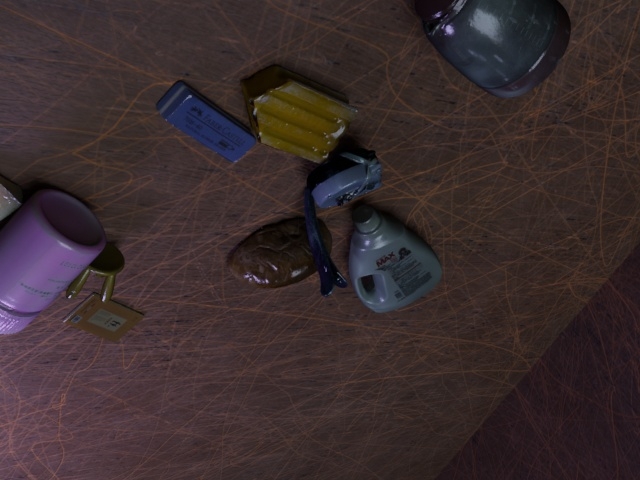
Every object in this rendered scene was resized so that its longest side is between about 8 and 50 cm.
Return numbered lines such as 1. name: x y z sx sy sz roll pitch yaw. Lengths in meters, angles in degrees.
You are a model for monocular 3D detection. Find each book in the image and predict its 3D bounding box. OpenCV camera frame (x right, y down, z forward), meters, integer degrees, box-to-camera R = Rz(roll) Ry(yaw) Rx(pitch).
1. book: -0.558 0.202 1.705 0.118 0.012 0.172 -39 138 12

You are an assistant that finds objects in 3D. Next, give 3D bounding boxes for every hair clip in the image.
1. hair clip: 0.000 0.000 1.655 0.083 0.275 0.048 -21 -172 -43

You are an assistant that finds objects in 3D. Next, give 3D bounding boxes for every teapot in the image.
1. teapot: 0.347 -0.500 1.360 0.312 0.233 0.315 21 91 -36

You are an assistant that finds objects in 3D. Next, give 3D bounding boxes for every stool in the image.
1. stool: -0.522 0.070 1.514 0.135 0.134 0.110 39 120 0

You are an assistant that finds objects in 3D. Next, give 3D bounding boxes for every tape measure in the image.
1. tape measure: 0.061 -0.147 1.587 0.181 0.107 0.182 -27 172 2

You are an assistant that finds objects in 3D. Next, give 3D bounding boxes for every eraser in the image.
1. eraser: -0.238 -0.248 1.402 0.082 0.036 0.225 -41 139 17

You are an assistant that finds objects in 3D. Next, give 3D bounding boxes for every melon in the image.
1. melon: -0.695 -0.063 1.324 0.182 0.054 0.098 -39 133 11

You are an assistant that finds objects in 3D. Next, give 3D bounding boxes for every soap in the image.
1. soap: -0.062 -0.276 1.438 0.257 0.080 0.160 15 122 -39

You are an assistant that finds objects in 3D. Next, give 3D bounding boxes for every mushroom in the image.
1. mushroom: -0.092 0.053 1.710 0.286 0.151 0.156 -22 138 -8

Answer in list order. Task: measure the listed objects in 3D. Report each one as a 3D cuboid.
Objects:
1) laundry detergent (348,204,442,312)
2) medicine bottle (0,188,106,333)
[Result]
1. laundry detergent: 0.179 0.045 1.879 0.264 0.124 0.398 -32 139 6
2. medicine bottle: -0.608 0.047 1.387 0.291 0.178 0.178 -42 138 18
